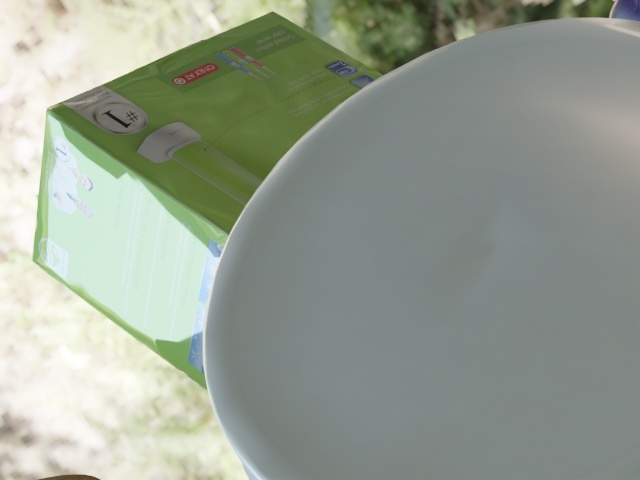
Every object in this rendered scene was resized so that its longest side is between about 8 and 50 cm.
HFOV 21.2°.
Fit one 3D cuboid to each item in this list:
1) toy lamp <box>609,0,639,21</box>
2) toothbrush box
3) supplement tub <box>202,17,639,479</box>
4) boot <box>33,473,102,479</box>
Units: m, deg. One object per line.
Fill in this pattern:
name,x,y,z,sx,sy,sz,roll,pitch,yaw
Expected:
toy lamp,0.164,-0.166,1.009,0.080,0.080,0.275,50,-178,-41
toothbrush box,0.000,0.000,1.018,0.283,0.122,0.206,32,-140,26
supplement tub,0.112,0.097,0.611,0.316,0.228,0.228,56,-171,-44
boot,-0.149,0.190,0.590,0.211,0.295,0.104,45,141,45
